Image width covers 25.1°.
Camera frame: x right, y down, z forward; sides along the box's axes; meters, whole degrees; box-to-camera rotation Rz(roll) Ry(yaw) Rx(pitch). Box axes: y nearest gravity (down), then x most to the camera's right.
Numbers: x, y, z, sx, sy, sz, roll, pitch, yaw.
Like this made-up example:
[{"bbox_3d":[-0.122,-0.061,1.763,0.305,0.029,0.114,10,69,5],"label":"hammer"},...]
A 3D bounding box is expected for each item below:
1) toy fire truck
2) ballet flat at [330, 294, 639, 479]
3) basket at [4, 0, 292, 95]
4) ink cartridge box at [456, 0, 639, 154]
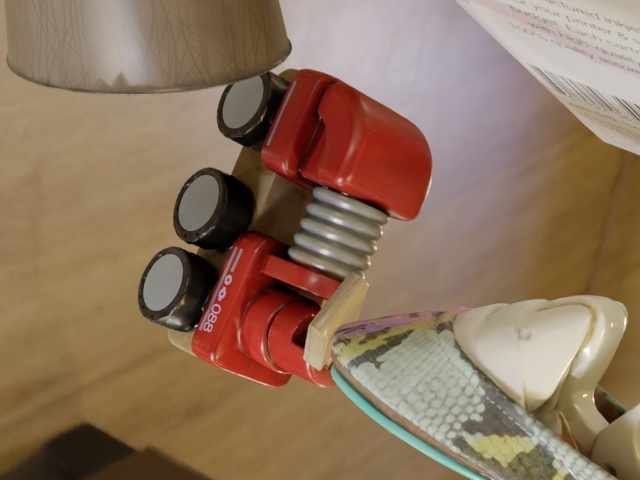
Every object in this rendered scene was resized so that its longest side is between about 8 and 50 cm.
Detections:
[{"bbox_3d":[0.000,0.000,0.963,0.158,0.246,0.217,26,87,-41],"label":"toy fire truck"},{"bbox_3d":[0.099,0.068,0.482,0.077,0.221,0.079,-8,127,-50],"label":"ballet flat"},{"bbox_3d":[-0.122,-0.221,0.863,0.154,0.204,0.227,-31,124,-43],"label":"basket"},{"bbox_3d":[0.163,-0.140,0.501,0.270,0.198,0.197,31,88,-49],"label":"ink cartridge box"}]
